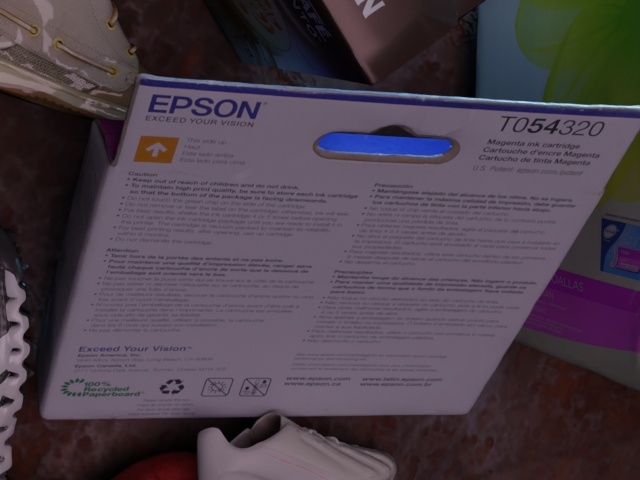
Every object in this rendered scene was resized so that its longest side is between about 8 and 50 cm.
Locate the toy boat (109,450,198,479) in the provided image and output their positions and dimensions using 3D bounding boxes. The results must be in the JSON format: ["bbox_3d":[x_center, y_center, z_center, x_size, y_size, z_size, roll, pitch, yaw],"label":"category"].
[{"bbox_3d":[-0.079,0.267,1.127,0.151,0.151,0.231,-35,109,-11],"label":"toy boat"}]

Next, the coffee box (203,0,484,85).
[{"bbox_3d":[-0.011,-0.188,1.021,0.098,0.246,0.141,-37,109,-11],"label":"coffee box"}]

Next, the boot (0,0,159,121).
[{"bbox_3d":[-0.145,-0.163,1.070,0.213,0.077,0.165,16,92,-19],"label":"boot"}]

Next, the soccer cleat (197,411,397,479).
[{"bbox_3d":[-0.012,0.156,1.148,0.196,0.068,0.076,-1,75,-53],"label":"soccer cleat"}]

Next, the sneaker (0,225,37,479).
[{"bbox_3d":[-0.250,0.102,1.076,0.106,0.078,0.234,3,100,-23],"label":"sneaker"}]

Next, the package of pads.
[{"bbox_3d":[0.203,-0.057,1.134,0.101,0.229,0.296,-6,104,-29],"label":"package of pads"}]

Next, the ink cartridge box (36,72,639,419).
[{"bbox_3d":[0.000,0.000,1.057,0.324,0.071,0.330,2,138,-20],"label":"ink cartridge box"}]
